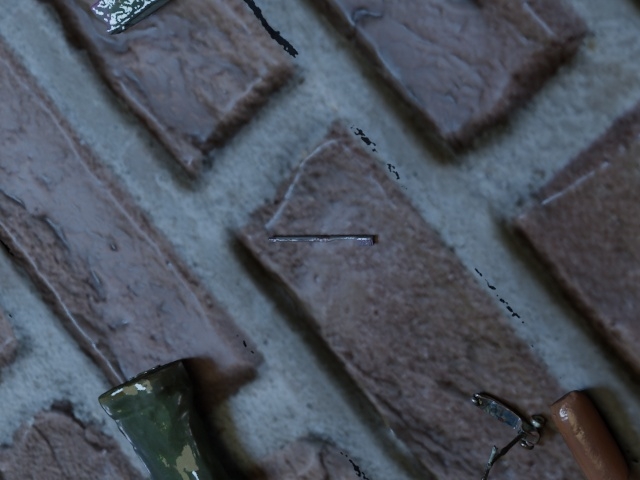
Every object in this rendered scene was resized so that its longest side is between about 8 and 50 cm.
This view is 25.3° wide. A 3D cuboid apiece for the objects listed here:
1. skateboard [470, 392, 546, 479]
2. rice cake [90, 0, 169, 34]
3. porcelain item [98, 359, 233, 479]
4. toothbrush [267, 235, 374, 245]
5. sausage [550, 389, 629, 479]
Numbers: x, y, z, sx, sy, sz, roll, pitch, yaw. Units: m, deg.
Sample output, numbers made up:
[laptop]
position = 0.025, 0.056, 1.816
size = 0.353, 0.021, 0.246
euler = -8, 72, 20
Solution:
[skateboard]
position = 0.131, 0.149, 1.104
size = 0.064, 0.083, 0.032
euler = 30, 117, 17
[rice cake]
position = -0.100, -0.224, 1.133
size = 0.207, 0.047, 0.036
euler = -27, 107, 33
[porcelain item]
position = -0.113, 0.215, 1.259
size = 0.081, 0.069, 0.215
euler = -25, 92, 19
[toothbrush]
position = 0.000, 0.000, 1.170
size = 0.097, 0.006, 0.008
euler = 1, 109, 27
[sausage]
position = 0.207, 0.154, 1.095
size = 0.034, 0.034, 0.083
euler = -29, 92, 31
